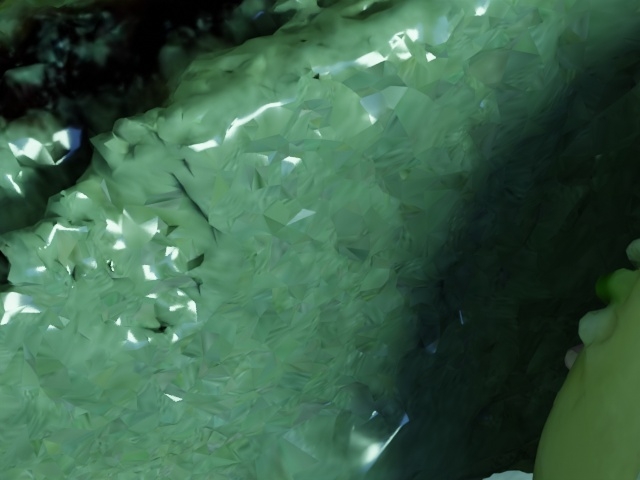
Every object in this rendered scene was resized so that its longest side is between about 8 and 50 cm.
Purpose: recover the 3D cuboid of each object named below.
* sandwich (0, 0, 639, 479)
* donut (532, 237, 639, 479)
[{"bbox_3d":[0.000,0.000,0.593,0.325,0.131,0.262,-26,139,-2],"label":"sandwich"},{"bbox_3d":[0.207,0.060,0.557,0.307,0.150,0.371,-8,141,-27],"label":"donut"}]
